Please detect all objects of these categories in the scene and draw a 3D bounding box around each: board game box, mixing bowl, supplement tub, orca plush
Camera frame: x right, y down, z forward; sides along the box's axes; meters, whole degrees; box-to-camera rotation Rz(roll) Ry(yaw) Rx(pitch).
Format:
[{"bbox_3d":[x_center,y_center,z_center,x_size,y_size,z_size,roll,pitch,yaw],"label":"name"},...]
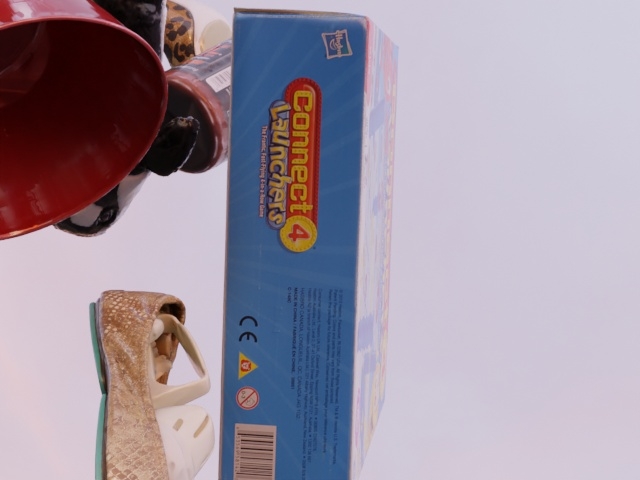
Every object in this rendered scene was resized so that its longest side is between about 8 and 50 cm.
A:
[{"bbox_3d":[0.000,0.000,0.934,0.086,0.308,0.302,3,6,7],"label":"board game box"},{"bbox_3d":[-0.191,-0.093,0.760,0.181,0.098,0.181,-23,-30,-14],"label":"mixing bowl"},{"bbox_3d":[-0.081,-0.149,1.296,0.106,0.198,0.106,20,-53,29],"label":"supplement tub"},{"bbox_3d":[-0.159,-0.116,0.916,0.151,0.102,0.287,47,-55,14],"label":"orca plush"}]

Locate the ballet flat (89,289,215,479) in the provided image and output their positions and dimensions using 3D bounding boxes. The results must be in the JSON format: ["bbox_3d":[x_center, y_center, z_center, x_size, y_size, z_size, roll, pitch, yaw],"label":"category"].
[{"bbox_3d":[-0.095,0.095,0.735,0.067,0.206,0.073,-10,-49,-4],"label":"ballet flat"}]

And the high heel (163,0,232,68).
[{"bbox_3d":[-0.205,-0.241,1.579,0.186,0.093,0.261,-14,-91,29],"label":"high heel"}]
